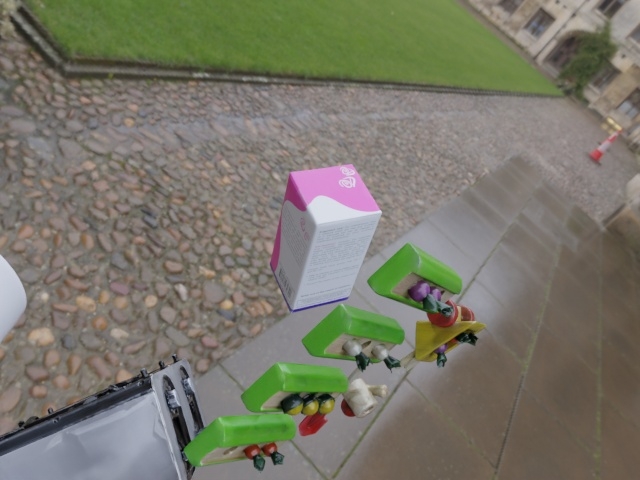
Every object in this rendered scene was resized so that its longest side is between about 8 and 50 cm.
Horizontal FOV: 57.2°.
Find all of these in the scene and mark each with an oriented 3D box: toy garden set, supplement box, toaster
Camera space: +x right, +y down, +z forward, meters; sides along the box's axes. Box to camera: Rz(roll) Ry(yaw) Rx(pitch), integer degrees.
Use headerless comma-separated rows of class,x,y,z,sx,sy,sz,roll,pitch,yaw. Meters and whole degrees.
toy garden set,0.037,0.122,0.513,0.049,0.244,0.203,53,15,29
supplement box,0.000,0.000,0.933,0.113,0.220,0.111,-11,54,-22
toaster,-0.194,0.188,0.517,0.168,0.185,0.110,115,-48,-82

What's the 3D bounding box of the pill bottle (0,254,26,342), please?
pill bottle,-0.317,0.115,0.346,0.161,0.161,0.283,33,47,-13
